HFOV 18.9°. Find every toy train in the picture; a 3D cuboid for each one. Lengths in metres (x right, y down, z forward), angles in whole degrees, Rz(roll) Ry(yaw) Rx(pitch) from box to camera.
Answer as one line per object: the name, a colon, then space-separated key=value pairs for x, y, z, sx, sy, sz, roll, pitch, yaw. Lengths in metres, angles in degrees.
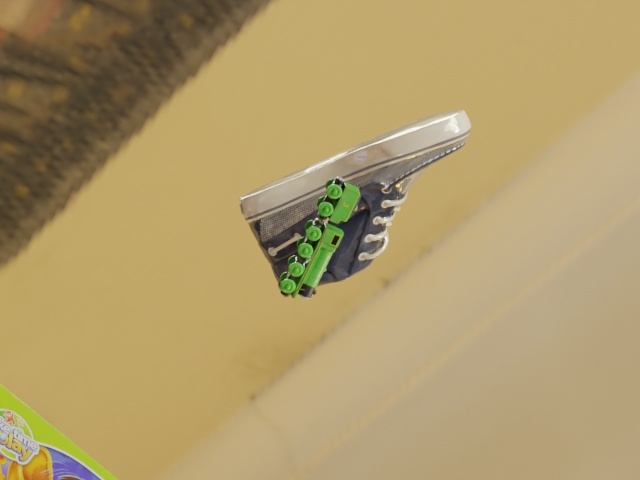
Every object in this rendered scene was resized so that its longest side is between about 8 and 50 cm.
toy train: x=0.000 y=0.000 z=1.173 sx=0.017 sy=0.023 sz=0.083 roll=-101 pitch=-145 yaw=-70

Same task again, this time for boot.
boot: x=0.038 y=-0.027 z=1.416 sx=0.190 sy=0.069 sz=0.086 roll=-22 pitch=-83 yaw=24

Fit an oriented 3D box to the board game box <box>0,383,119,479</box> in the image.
board game box: x=-0.133 y=0.279 z=1.197 sx=0.078 sy=0.347 sz=0.233 roll=-36 pitch=-158 yaw=30
